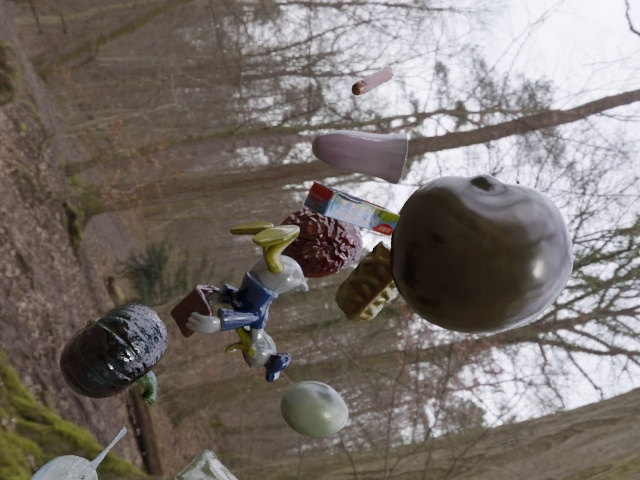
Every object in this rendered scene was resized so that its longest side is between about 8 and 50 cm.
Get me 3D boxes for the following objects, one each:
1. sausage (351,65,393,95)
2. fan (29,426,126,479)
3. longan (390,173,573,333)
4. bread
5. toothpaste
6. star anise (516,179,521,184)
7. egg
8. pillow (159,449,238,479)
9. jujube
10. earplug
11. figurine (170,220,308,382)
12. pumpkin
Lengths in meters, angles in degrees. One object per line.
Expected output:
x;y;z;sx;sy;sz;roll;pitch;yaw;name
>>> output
0.146;-0.428;1.545;0.043;0.186;0.043;23;-48;28;sausage
-0.302;0.301;0.720;0.005;0.175;0.113;0;-58;30;fan
0.326;0.023;1.195;0.361;0.361;0.360;172;-90;-66;longan
0.133;0.119;1.491;0.232;0.128;0.088;-51;-175;25;bread
0.064;-0.045;0.959;0.070;0.193;0.044;31;-79;39;toothpaste
0.524;-0.029;1.452;0.053;0.157;0.212;109;5;-79;star anise
-0.012;0.359;1.229;0.114;0.152;0.114;-56;-162;29;egg
-0.197;0.584;1.248;0.303;0.185;0.074;36;-68;15;pillow
0.000;0.000;1.681;0.213;0.233;0.212;163;-90;-77;jujube
0.120;-0.294;1.909;0.172;0.302;0.172;-171;-90;-83;earplug
-0.148;0.152;1.172;0.204;0.284;0.338;-144;-142;-68;figurine
-0.455;0.277;1.341;0.248;0.248;0.247;172;-90;-66;pumpkin
